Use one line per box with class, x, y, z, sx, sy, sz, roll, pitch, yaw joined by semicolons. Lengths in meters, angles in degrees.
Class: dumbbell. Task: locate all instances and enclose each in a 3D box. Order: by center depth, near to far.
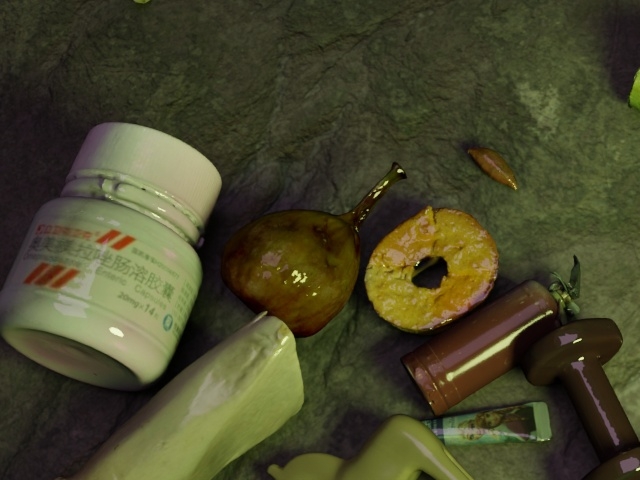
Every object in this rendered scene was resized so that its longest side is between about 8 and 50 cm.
dumbbell;0.354;0.218;1.641;0.140;0.124;0.225;-2;56;-31

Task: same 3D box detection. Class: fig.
fig;0.008;0.017;1.788;0.290;0.191;0.191;-25;62;5

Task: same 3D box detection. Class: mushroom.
mushroom;-0.180;0.260;1.749;0.407;0.154;0.137;-38;68;3

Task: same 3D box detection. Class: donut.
donut;0.158;0.051;1.808;0.190;0.074;0.174;-46;64;-6

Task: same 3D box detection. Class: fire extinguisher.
fire extinguisher;0.241;0.123;1.733;0.269;0.105;0.105;-31;62;-2

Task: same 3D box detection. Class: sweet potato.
sweet potato;0.253;-0.107;1.883;0.095;0.034;0.034;42;80;17

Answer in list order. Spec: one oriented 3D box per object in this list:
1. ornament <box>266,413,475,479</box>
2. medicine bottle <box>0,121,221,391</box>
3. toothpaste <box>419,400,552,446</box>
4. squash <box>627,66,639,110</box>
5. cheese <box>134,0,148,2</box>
ornament;0.061;0.325;1.693;0.230;0.061;0.245;-49;64;8
medicine bottle;-0.287;0.023;1.825;0.256;0.256;0.325;12;66;19
toothpaste;0.196;0.250;1.723;0.216;0.037;0.062;-7;51;8
squash;0.533;-0.191;1.824;0.188;0.095;0.095;30;75;23
cheese;-0.304;-0.425;2.167;0.060;0.041;0.084;24;57;15
